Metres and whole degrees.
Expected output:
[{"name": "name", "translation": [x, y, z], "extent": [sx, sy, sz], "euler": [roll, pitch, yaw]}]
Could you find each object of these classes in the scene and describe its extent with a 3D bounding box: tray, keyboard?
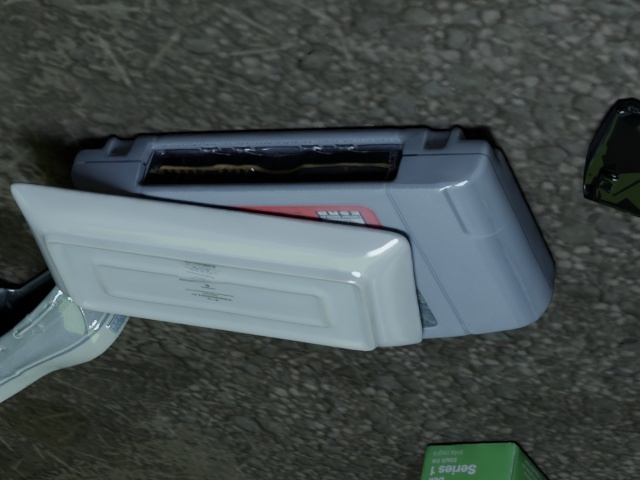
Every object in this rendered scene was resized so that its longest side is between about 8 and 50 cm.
[{"name": "tray", "translation": [-0.070, 0.026, 1.191], "extent": [0.270, 0.030, 0.145], "euler": [8, 149, 12]}, {"name": "keyboard", "translation": [0.248, -0.026, 1.074], "extent": [0.192, 0.038, 0.100], "euler": [20, 127, -7]}]

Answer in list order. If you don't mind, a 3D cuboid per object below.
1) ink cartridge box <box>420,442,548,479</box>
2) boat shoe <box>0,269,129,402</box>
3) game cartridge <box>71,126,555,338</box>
[{"name": "ink cartridge box", "translation": [0.139, 0.301, 1.480], "extent": [0.092, 0.219, 0.160], "euler": [-5, 145, 30]}, {"name": "boat shoe", "translation": [-0.244, 0.067, 1.409], "extent": [0.227, 0.079, 0.081], "euler": [-24, 124, 41]}, {"name": "game cartridge", "translation": [0.000, 0.000, 1.199], "extent": [0.294, 0.060, 0.196], "euler": [0, 151, 25]}]
